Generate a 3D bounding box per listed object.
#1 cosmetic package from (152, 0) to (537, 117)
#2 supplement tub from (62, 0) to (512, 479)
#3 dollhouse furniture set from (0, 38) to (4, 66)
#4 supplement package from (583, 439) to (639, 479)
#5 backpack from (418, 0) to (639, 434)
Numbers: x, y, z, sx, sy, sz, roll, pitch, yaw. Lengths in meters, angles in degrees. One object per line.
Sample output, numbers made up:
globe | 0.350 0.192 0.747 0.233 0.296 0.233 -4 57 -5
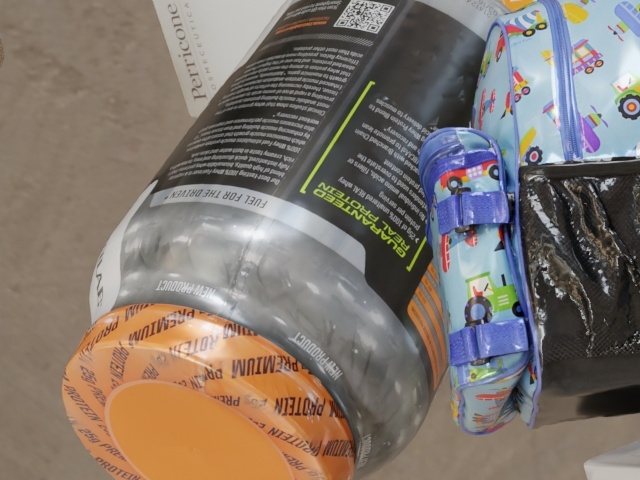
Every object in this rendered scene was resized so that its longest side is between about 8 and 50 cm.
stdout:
cosmetic package | 0.051 -0.262 1.402 0.161 0.453 0.230 -36 115 -45
supplement tub | 0.000 0.000 0.829 0.193 0.194 0.316 57 44 -27
dollhouse furniture set | -0.515 -0.057 1.297 0.394 0.256 0.362 19 76 -3
supplement package | 0.270 0.126 0.671 0.244 0.134 0.139 -18 88 -16
backpack | 0.098 -0.019 0.585 0.117 0.158 0.173 -8 77 4
